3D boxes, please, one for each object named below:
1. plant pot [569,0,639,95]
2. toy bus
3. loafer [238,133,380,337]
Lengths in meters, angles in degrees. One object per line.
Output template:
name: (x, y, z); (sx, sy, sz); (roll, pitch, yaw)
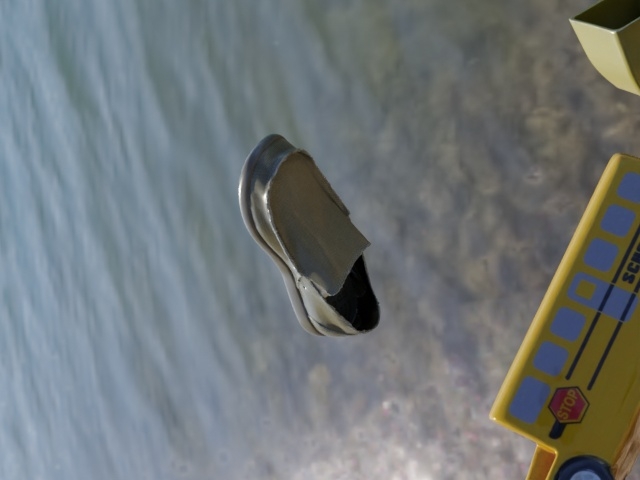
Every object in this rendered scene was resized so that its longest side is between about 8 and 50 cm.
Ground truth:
plant pot: (0.299, -0.185, 1.114); (0.083, 0.081, 0.081); (63, 170, -26)
toy bus: (0.254, 0.101, 1.052); (0.130, 0.108, 0.333); (24, 85, 26)
loafer: (0.000, 0.000, 0.681); (0.050, 0.056, 0.148); (11, 143, 35)
